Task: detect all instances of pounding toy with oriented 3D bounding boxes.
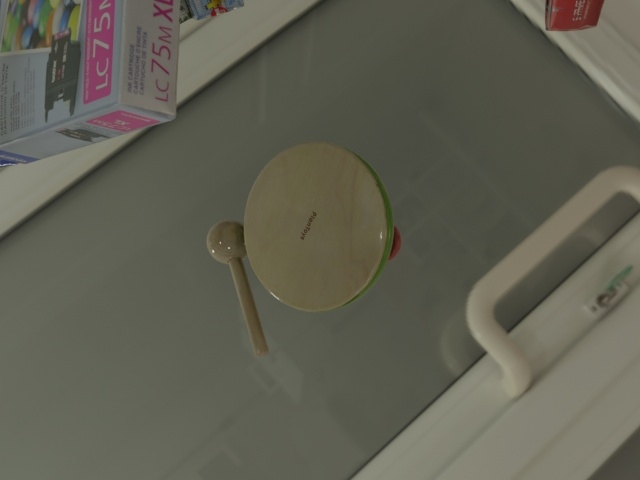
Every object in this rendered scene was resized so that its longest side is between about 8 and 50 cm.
[{"bbox_3d":[0.000,0.000,1.063,0.110,0.237,0.183,0,-122,-57],"label":"pounding toy"}]

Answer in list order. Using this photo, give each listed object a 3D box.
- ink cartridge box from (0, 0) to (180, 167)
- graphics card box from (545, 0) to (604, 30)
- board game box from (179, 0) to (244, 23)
[{"bbox_3d":[-0.231,-0.175,0.835,0.065,0.186,0.311,9,170,-40],"label":"ink cartridge box"},{"bbox_3d":[0.397,-0.534,1.445,0.233,0.094,0.371,19,-108,-77],"label":"graphics card box"},{"bbox_3d":[-0.192,-0.319,1.202,0.194,0.194,0.060,33,152,49],"label":"board game box"}]
